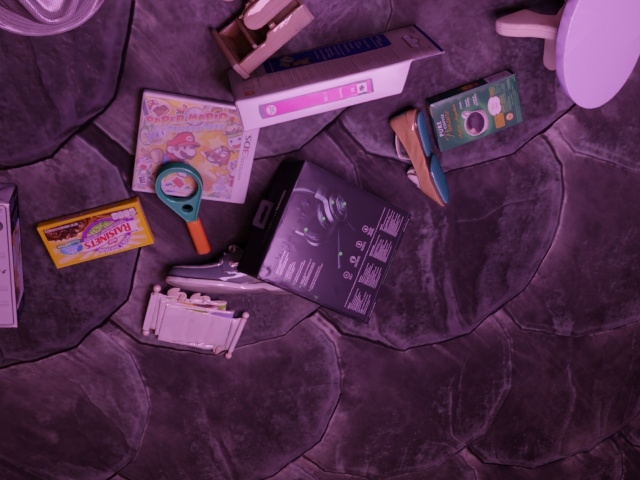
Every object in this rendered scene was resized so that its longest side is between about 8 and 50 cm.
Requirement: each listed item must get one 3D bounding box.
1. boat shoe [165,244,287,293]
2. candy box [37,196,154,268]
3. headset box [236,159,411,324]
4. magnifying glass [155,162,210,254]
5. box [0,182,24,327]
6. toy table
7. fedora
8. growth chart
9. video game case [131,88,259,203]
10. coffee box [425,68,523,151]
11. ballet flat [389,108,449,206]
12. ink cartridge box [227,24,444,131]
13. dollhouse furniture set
[{"bbox_3d":[-0.169,0.062,1.538,0.319,0.116,0.099,1,78,-5],"label":"boat shoe"},{"bbox_3d":[-0.453,-0.015,1.453,0.206,0.027,0.105,-15,126,-2],"label":"candy box"},{"bbox_3d":[0.000,0.000,1.437,0.283,0.131,0.246,24,84,-25],"label":"headset box"},{"bbox_3d":[-0.265,-0.060,1.442,0.092,0.026,0.231,-12,134,1],"label":"magnifying glass"},{"bbox_3d":[-0.678,0.031,1.397,0.169,0.087,0.290,2,120,-13],"label":"box"},{"bbox_3d":[0.469,-0.397,1.309,0.252,0.161,0.274,-13,131,-18],"label":"toy table"},{"bbox_3d":[-0.434,-0.435,1.109,0.244,0.124,0.275,-11,126,-25],"label":"fedora"},{"bbox_3d":[-0.279,0.182,1.602,0.237,0.021,0.172,18,123,-21],"label":"growth chart"},{"bbox_3d":[-0.242,-0.178,1.397,0.227,0.026,0.206,7,119,-15],"label":"video game case"},{"bbox_3d":[0.312,-0.263,1.452,0.184,0.040,0.113,-21,122,1],"label":"coffee box"},{"bbox_3d":[0.204,-0.168,1.482,0.073,0.080,0.232,-7,124,26],"label":"ballet flat"},{"bbox_3d":[0.022,-0.298,1.289,0.371,0.175,0.069,-16,123,-2],"label":"ink cartridge box"},{"bbox_3d":[-0.146,-0.407,1.172,0.161,0.212,0.242,-38,148,10],"label":"dollhouse furniture set"}]
